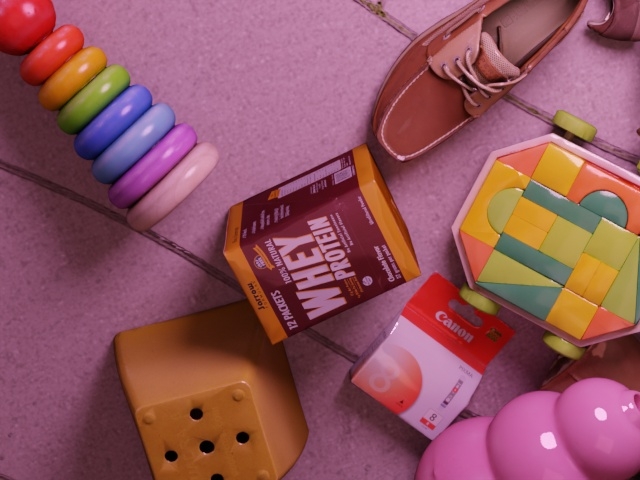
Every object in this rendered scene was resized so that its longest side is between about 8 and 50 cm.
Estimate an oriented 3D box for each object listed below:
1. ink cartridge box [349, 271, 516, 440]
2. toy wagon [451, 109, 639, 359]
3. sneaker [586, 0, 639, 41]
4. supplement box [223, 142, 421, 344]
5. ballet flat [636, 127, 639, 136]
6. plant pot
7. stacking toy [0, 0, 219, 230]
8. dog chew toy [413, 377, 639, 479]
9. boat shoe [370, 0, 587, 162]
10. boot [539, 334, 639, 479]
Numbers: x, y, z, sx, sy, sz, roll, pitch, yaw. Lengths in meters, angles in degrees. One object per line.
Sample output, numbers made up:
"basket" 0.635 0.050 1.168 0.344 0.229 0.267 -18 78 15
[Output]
"ink cartridge box" 0.147 0.152 1.869 0.145 0.045 0.179 37 105 -13
"toy wagon" 0.341 0.013 1.779 0.344 0.068 0.267 29 101 9
"sneaker" 0.364 -0.331 1.716 0.071 0.066 0.188 6 106 1
"supplement box" 0.000 0.000 1.738 0.194 0.191 0.129 -25 106 6
"ballet flat" 0.457 -0.261 1.720 0.124 0.116 0.342 18 101 20
"plant pot" -0.137 0.219 1.803 0.212 0.187 0.212 -15 107 2
"stacking toy" -0.278 -0.170 1.713 0.141 0.141 0.330 -42 100 10
"dog chew toy" 0.273 0.282 1.796 0.206 0.207 0.332 43 123 -13
"boat shoe" 0.190 -0.222 1.713 0.122 0.120 0.324 42 101 -13
"boot" 0.391 0.263 1.895 0.269 0.089 0.236 40 95 -11
